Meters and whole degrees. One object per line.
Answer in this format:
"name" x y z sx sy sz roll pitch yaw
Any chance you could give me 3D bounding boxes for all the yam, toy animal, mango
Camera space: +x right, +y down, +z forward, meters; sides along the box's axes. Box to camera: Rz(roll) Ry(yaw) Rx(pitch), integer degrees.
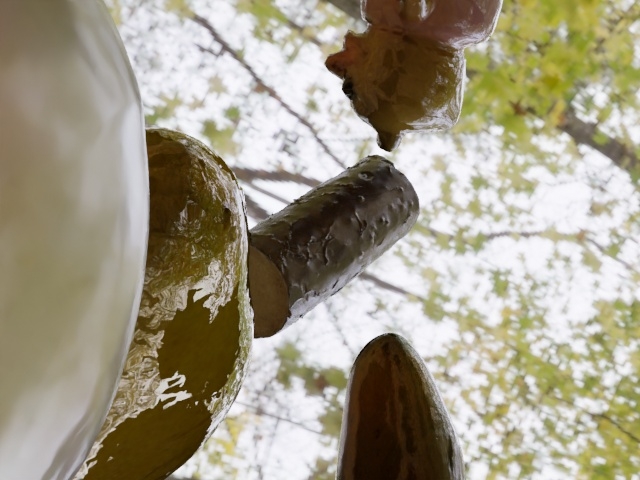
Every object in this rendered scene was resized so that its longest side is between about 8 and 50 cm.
"yam" 0.001 0.002 1.385 0.131 0.280 0.131 24 -50 32
"toy animal" 0.109 -0.238 1.374 0.195 0.169 0.281 -55 168 -76
"mango" -0.180 0.074 0.957 0.445 0.301 0.220 -51 -129 47
"mango" 0.072 0.217 1.086 0.133 0.111 0.267 142 -49 -65

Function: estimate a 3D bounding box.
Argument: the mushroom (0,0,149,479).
"mushroom" -0.241 0.006 0.403 0.353 0.353 0.325 -35 -106 31
